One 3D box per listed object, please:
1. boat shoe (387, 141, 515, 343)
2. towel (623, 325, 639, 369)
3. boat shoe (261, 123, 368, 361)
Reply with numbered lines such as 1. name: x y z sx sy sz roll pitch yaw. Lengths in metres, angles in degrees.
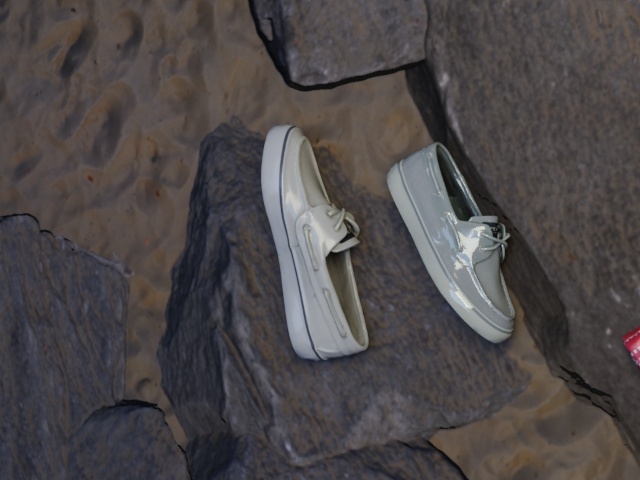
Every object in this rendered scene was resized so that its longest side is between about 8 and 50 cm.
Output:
1. boat shoe: 0.152 -0.003 1.507 0.081 0.079 0.227 -38 70 29
2. towel: 0.439 0.164 1.379 0.199 0.031 0.275 -35 74 24
3. boat shoe: 0.000 0.000 1.585 0.088 0.096 0.267 -8 88 25
